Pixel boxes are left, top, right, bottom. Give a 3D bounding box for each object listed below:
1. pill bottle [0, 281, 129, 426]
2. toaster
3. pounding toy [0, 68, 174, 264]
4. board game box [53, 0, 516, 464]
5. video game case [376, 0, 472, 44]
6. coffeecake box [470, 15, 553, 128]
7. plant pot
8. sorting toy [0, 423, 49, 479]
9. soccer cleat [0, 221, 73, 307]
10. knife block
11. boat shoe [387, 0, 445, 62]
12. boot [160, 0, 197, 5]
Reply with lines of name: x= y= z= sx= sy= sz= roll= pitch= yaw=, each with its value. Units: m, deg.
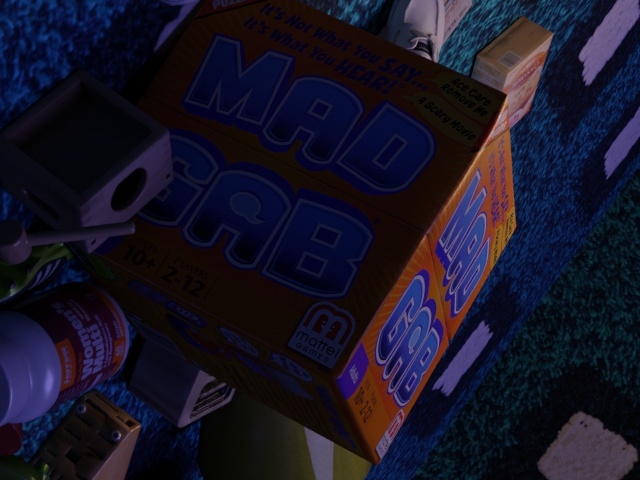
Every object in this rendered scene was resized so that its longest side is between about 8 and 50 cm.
pill bottle: x=-0.308 y=0.124 z=1.547 sx=0.121 sy=0.121 sz=0.221 roll=-63 pitch=165 yaw=21
toaster: x=-0.171 y=0.147 z=1.986 sx=0.186 sy=0.110 sz=0.168 roll=-22 pitch=141 yaw=-56
pounding toy: x=-0.242 y=-0.039 z=1.434 sx=0.206 sy=0.181 sz=0.094 roll=-44 pitch=158 yaw=-26
board game box: x=-0.017 y=-0.015 z=1.659 sx=0.356 sy=0.356 sz=0.356 roll=-58 pitch=161 yaw=-15
video game case: x=0.141 y=-0.304 z=2.102 sx=0.201 sy=0.023 sz=0.183 roll=-53 pitch=160 yaw=-1
coffeecake box: x=0.314 y=-0.268 z=2.475 sx=0.142 sy=0.068 sz=0.185 roll=-42 pitch=157 yaw=-33
plant pot: x=-0.056 y=0.209 z=2.178 sx=0.275 sy=0.275 sz=0.293 roll=-35 pitch=136 yaw=-42
sorting toy: x=-0.368 y=0.232 z=1.726 sx=0.365 sy=0.127 sz=0.126 roll=90 pitch=17 yaw=-54
soccer cleat: x=-0.322 y=0.038 z=1.556 sx=0.179 sy=0.060 sz=0.072 roll=-40 pitch=157 yaw=-41
knife block: x=-0.334 y=0.358 z=1.987 sx=0.275 sy=0.088 sz=0.242 roll=-52 pitch=160 yaw=-9
boat shoe: x=0.132 y=-0.253 z=1.973 sx=0.076 sy=0.083 sz=0.226 roll=-170 pitch=-90 yaw=-72
boot: x=-0.086 y=-0.349 z=1.418 sx=0.258 sy=0.095 sz=0.123 roll=-52 pitch=166 yaw=-5
